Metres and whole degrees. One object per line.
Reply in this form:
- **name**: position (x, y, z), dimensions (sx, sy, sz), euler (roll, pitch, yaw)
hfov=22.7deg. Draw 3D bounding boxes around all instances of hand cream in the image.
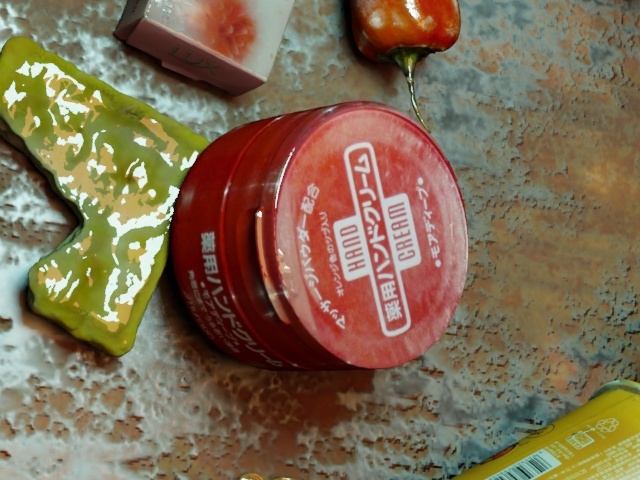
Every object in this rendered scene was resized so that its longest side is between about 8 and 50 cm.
- **hand cream**: position (0.000, 0.000, 1.136), dimensions (0.193, 0.125, 0.193), euler (6, 81, -40)

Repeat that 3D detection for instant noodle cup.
- **instant noodle cup**: position (0.189, 0.231, 1.186), dimensions (0.172, 0.216, 0.216), euler (-18, 92, -20)

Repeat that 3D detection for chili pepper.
- **chili pepper**: position (0.066, -0.176, 1.240), dimensions (0.086, 0.084, 0.192), euler (-8, 82, -12)

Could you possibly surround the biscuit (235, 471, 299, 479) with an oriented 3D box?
- **biscuit**: position (-0.040, 0.206, 1.166), dimensions (0.091, 0.015, 0.078), euler (-23, 94, -29)

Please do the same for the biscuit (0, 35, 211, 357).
- **biscuit**: position (-0.172, -0.028, 1.116), dimensions (0.174, 0.039, 0.183), euler (26, 70, -24)

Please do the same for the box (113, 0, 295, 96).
- **box**: position (-0.073, -0.194, 1.182), dimensions (0.111, 0.060, 0.156), euler (25, 73, -25)
